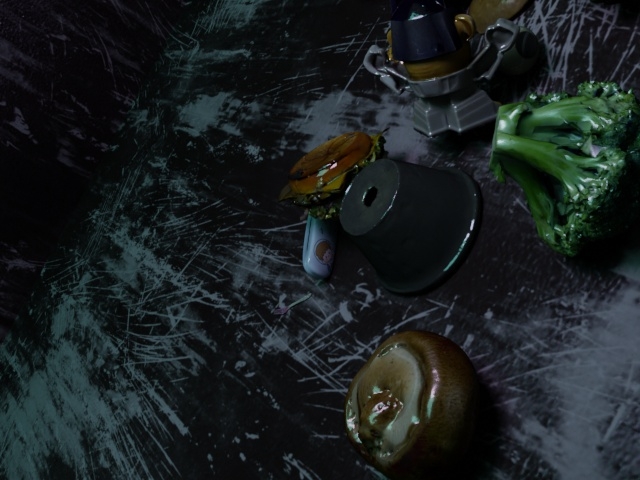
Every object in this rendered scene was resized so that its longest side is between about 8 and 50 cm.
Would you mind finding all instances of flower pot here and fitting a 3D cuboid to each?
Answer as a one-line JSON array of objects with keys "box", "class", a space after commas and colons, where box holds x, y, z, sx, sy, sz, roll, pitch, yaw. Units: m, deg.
[{"box": [0.146, -0.048, 1.492, 0.269, 0.166, 0.269, -32, 43, 35], "class": "flower pot"}]

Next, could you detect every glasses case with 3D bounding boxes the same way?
[{"box": [0.000, 0.000, 1.744, 0.045, 0.067, 0.179, -26, 46, 42], "class": "glasses case"}]

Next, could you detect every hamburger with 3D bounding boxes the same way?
[{"box": [0.041, -0.125, 1.671, 0.261, 0.139, 0.243, -43, 22, -30], "class": "hamburger"}]

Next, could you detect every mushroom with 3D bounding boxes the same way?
[{"box": [0.144, 0.259, 1.258, 0.253, 0.153, 0.253, -34, 43, 38], "class": "mushroom"}]

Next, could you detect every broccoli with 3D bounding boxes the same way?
[{"box": [0.360, -0.115, 1.185, 0.294, 0.245, 0.265, -80, 9, -70], "class": "broccoli"}]

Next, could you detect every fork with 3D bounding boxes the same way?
[{"box": [-0.059, 0.140, 1.773, 0.115, 0.012, 0.016, -29, 47, 33], "class": "fork"}]

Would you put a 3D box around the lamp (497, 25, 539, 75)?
[{"box": [0.344, -0.349, 1.537, 0.163, 0.091, 0.091, -8, 57, 68], "class": "lamp"}]

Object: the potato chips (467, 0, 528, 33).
[{"box": [0.371, -0.509, 1.650, 0.201, 0.049, 0.150, -26, 40, 51], "class": "potato chips"}]

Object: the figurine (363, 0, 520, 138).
[{"box": [0.219, -0.335, 1.480, 0.308, 0.308, 0.143, -40, 16, 29], "class": "figurine"}]

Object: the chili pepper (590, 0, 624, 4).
[{"box": [0.486, -0.532, 1.331, 0.257, 0.248, 0.233, -62, 38, 26], "class": "chili pepper"}]

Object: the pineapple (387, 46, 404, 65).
[{"box": [0.225, -0.397, 1.634, 0.176, 0.161, 0.137, -32, -33, -62], "class": "pineapple"}]
